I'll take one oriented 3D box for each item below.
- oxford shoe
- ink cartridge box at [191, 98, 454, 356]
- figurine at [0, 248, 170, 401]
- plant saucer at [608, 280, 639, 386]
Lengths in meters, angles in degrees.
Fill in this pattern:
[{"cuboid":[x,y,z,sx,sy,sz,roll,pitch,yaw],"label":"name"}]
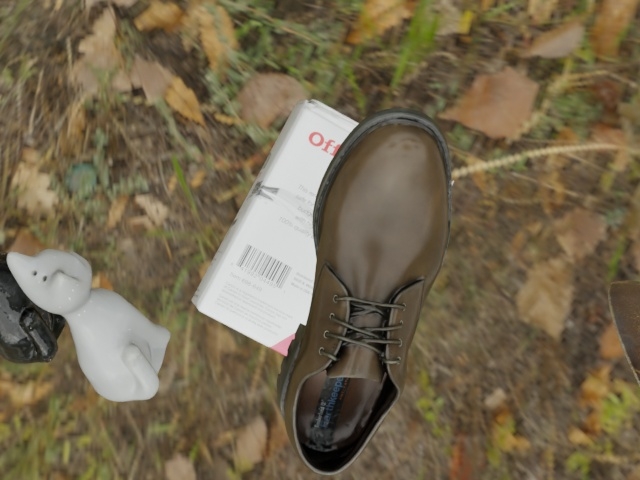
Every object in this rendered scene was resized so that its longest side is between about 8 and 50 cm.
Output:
[{"cuboid":[0.031,0.036,0.946,0.083,0.096,0.227,8,114,-7],"label":"oxford shoe"},{"cuboid":[0.000,0.000,1.524,0.159,0.092,0.217,29,88,-8],"label":"ink cartridge box"},{"cuboid":[-0.265,0.053,1.554,0.092,0.215,0.209,-61,145,-19],"label":"figurine"},{"cuboid":[0.353,0.158,1.427,0.050,0.310,0.310,-32,103,19],"label":"plant saucer"}]
